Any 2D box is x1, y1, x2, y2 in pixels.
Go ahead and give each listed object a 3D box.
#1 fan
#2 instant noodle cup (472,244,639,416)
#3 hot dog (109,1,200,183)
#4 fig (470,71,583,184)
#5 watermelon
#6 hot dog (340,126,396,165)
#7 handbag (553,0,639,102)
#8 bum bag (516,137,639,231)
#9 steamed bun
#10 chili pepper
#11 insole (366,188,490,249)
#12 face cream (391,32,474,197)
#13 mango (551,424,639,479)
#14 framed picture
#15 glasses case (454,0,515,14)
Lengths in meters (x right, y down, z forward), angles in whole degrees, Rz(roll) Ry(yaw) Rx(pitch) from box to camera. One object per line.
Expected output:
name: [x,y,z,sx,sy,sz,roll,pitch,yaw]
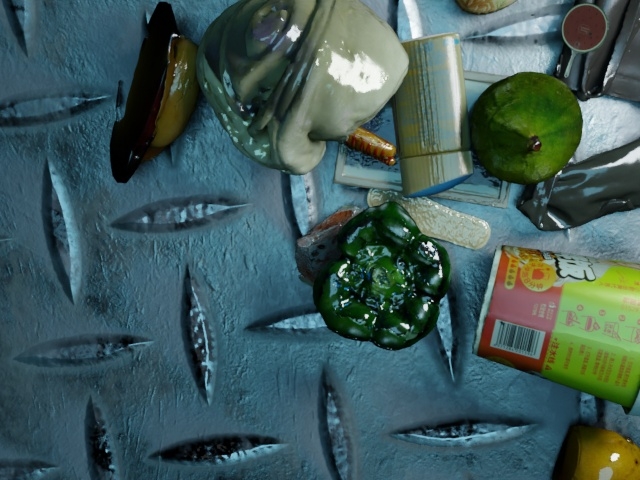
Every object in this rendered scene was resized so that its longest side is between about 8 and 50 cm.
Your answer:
fan: [0.453,-0.349,1.458,0.085,0.005,0.133,32,120,29]
instant noodle cup: [0.442,0.137,1.485,0.307,0.294,0.294,14,100,11]
hot dog: [-0.299,-0.271,1.577,0.107,0.194,0.326,8,132,-35]
fig: [0.348,-0.196,1.419,0.203,0.235,0.203,1,93,14]
watermelon: [0.000,0.000,1.580,0.071,0.139,0.187,37,103,30]
hot dog: [0.077,-0.182,1.544,0.144,0.062,0.038,28,77,2]
handbag: [0.578,-0.350,1.466,0.285,0.113,0.257,16,107,4]
bum bag: [0.517,-0.109,1.524,0.326,0.080,0.142,-15,104,5]
steamed bun: [-0.057,-0.298,1.440,0.352,0.247,0.339,46,104,21]
chili pepper: [0.119,0.071,1.507,0.233,0.256,0.249,37,99,5]
insole: [0.206,-0.045,1.600,0.247,0.011,0.081,20,100,3]
face cream: [0.200,-0.224,1.515,0.139,0.067,0.285,-5,94,24]
mango: [0.536,0.476,1.575,0.166,0.136,0.236,16,105,1]
framed picture: [0.204,-0.205,1.567,0.334,0.022,0.248,9,96,6]
glasses case: [0.237,-0.605,1.470,0.156,0.098,0.426,-27,95,12]
